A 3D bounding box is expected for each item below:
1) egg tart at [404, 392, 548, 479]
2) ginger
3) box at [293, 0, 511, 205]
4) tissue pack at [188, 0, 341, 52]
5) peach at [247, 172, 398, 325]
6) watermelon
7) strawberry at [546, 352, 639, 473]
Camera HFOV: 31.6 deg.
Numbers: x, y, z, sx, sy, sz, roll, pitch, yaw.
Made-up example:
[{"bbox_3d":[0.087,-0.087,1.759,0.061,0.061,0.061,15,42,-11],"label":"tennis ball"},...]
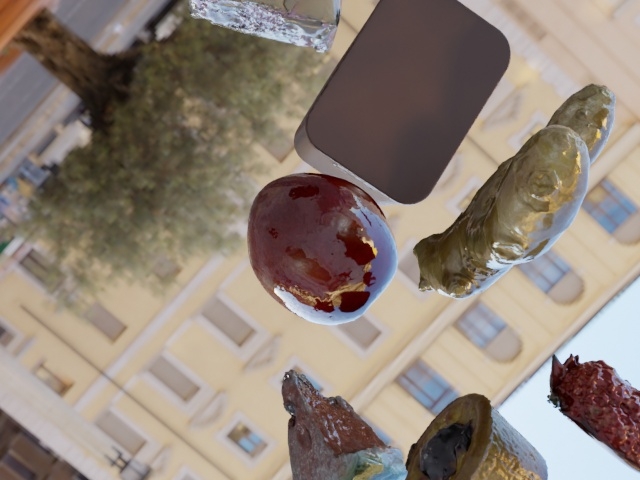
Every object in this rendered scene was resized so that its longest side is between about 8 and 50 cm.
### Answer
[{"bbox_3d":[0.225,0.346,1.666,0.215,0.171,0.215,-51,-166,18],"label":"egg tart"},{"bbox_3d":[0.225,-0.020,1.367,0.348,0.122,0.363,-55,-177,25],"label":"ginger"},{"bbox_3d":[0.128,-0.241,1.938,0.339,0.239,0.229,-58,-173,-7],"label":"box"},{"bbox_3d":[-0.072,-0.401,1.549,0.123,0.215,0.256,135,-37,-62],"label":"tissue pack"},{"bbox_3d":[0.000,0.000,1.636,0.200,0.243,0.243,-30,-164,18],"label":"peach"},{"bbox_3d":[0.014,0.217,1.125,0.158,0.098,0.121,41,-60,43],"label":"watermelon"},{"bbox_3d":[0.416,0.246,1.537,0.228,0.174,0.098,38,-89,36],"label":"strawberry"}]
